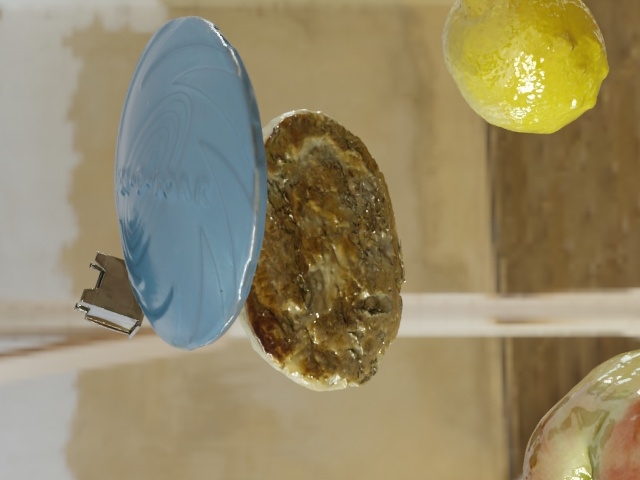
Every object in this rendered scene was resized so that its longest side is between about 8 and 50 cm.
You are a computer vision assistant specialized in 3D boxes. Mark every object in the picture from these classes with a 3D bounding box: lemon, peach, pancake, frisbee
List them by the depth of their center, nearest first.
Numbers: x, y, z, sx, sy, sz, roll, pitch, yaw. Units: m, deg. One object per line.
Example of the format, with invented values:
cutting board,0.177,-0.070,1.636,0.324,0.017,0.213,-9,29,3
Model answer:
frisbee,-0.130,-0.048,1.455,0.289,0.049,0.289,3,-86,61
peach,0.303,0.201,1.468,0.232,0.256,0.232,14,-71,47
pancake,0.002,0.016,2.119,0.065,0.356,0.356,-10,-104,41
lemon,0.300,-0.280,2.501,0.288,0.233,0.233,43,29,-38

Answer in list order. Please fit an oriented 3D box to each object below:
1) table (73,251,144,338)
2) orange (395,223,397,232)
table,-0.258,0.065,2.132,0.070,0.082,0.083,137,-28,-67
orange,0.002,0.000,2.401,0.219,0.219,0.193,101,-35,-64
